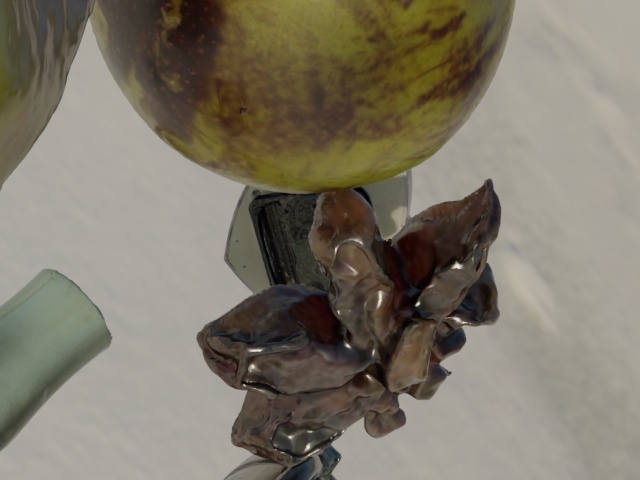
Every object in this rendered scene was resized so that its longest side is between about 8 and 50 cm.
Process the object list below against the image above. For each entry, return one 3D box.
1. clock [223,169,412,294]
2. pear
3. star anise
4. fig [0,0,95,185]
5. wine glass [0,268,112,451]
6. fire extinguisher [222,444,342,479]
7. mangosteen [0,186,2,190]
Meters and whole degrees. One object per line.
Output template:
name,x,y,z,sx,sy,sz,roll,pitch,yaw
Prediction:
clock,0.000,0.000,1.576,0.064,0.172,0.198,-58,136,-69
pear,-0.010,-0.166,1.108,0.283,0.283,0.283,39,27,-24
star anise,0.027,0.057,1.255,0.214,0.220,0.099,-15,45,-21
fig,-0.111,-0.082,0.389,0.154,0.165,0.144,-5,21,-41
wine glass,-0.282,0.125,1.557,0.231,0.103,0.103,-42,93,-27
fire extinguisher,-0.063,0.225,1.442,0.113,0.200,0.376,17,13,10
mangosteen,-0.289,-0.072,0.901,0.288,0.288,0.288,39,27,-24
